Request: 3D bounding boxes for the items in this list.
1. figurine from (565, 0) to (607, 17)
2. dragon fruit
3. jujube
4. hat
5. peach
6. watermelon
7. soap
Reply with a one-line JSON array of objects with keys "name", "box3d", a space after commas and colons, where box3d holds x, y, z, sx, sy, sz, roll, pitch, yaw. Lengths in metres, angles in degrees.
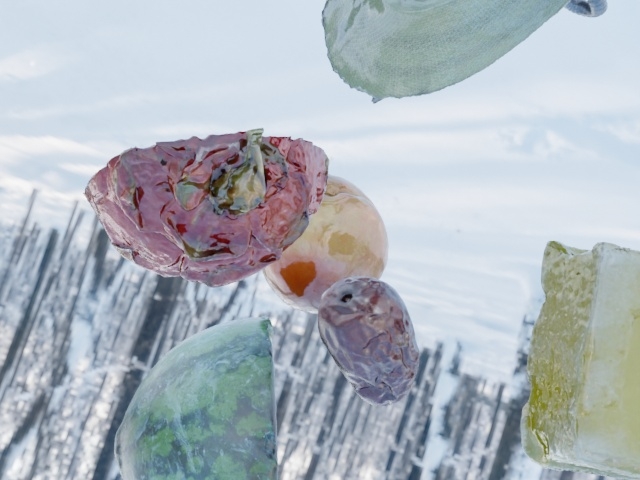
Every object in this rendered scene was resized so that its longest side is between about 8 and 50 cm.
[{"name": "figurine", "box3d": [0.290, -0.470, 1.217, 0.261, 0.186, 0.382, 50, 152, 24]}, {"name": "dragon fruit", "box3d": [-0.070, -0.018, 0.605, 0.162, 0.083, 0.106, -6, 166, -3]}, {"name": "jujube", "box3d": [0.043, 0.088, 0.817, 0.077, 0.077, 0.129, 14, 138, 34]}, {"name": "hat", "box3d": [0.086, -0.222, 0.687, 0.110, 0.252, 0.252, 60, -168, 23]}, {"name": "peach", "box3d": [0.000, 0.000, 1.264, 0.184, 0.184, 0.184, 18, 173, 2]}, {"name": "watermelon", "box3d": [-0.113, 0.209, 1.103, 0.180, 0.224, 0.305, 44, -169, -23]}, {"name": "soap", "box3d": [0.336, 0.120, 0.848, 0.315, 0.199, 0.091, 13, 170, -18]}]
